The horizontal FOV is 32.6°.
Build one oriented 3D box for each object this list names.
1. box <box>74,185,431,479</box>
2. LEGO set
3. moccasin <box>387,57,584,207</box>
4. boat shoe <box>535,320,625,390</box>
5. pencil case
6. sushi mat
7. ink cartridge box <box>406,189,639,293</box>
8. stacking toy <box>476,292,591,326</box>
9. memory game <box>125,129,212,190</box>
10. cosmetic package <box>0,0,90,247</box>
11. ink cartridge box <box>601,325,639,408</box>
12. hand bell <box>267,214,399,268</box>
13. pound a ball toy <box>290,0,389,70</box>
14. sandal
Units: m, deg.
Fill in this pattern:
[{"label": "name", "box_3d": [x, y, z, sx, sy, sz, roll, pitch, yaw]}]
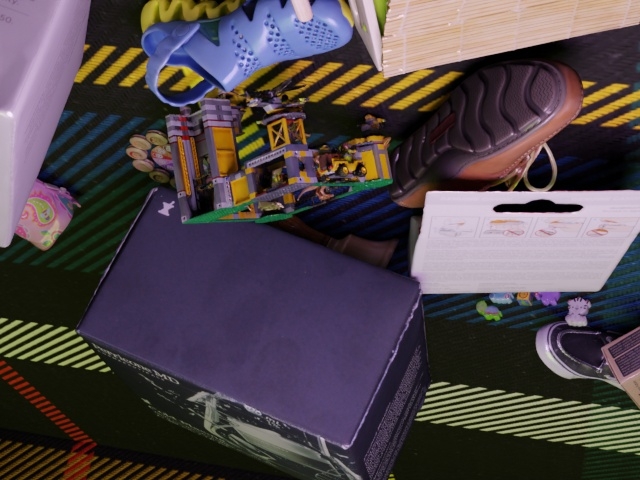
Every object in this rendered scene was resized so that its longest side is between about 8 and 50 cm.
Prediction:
[{"label": "box", "box_3d": [-0.084, 0.196, 1.868, 0.480, 0.297, 0.472, 20, 158, 16]}, {"label": "LEGO set", "box_3d": [-0.067, -0.146, 1.577, 0.255, 0.192, 0.331, -5, 172, -37]}, {"label": "moccasin", "box_3d": [0.229, -0.127, 1.453, 0.147, 0.139, 0.380, 7, 155, -22]}, {"label": "boat shoe", "box_3d": [0.537, 0.215, 2.023, 0.301, 0.108, 0.102, 23, 153, -23]}, {"label": "pencil case", "box_3d": [-0.566, -0.094, 1.935, 0.124, 0.124, 0.284, -11, 146, 41]}, {"label": "sushi mat", "box_3d": [0.215, -0.254, 1.168, 0.316, 0.019, 0.151, -13, 154, -9]}, {"label": "ink cartridge box", "box_3d": [0.288, -0.023, 1.583, 0.308, 0.091, 0.385, 0, 157, 1]}, {"label": "stacking toy", "box_3d": [0.356, 0.086, 1.922, 0.221, 0.052, 0.167, 1, 150, 28]}, {"label": "memory game", "box_3d": [-0.233, -0.128, 1.814, 0.186, 0.012, 0.186, 11, 155, 5]}, {"label": "cosmetic package", "box_3d": [-0.480, -0.245, 1.340, 0.329, 0.327, 0.393, 18, 155, -9]}, {"label": "ink cartridge box", "box_3d": [0.625, 0.219, 1.913, 0.193, 0.088, 0.235, -32, 137, 14]}, {"label": "hand bell", "box_3d": [0.000, 0.000, 1.889, 0.242, 0.126, 0.126, 26, 154, 2]}, {"label": "pound a ball toy", "box_3d": [0.037, -0.316, 1.124, 0.208, 0.135, 0.319, -22, 151, 1]}, {"label": "sandal", "box_3d": [-0.102, -0.242, 1.381, 0.317, 0.138, 0.126, -6, 146, 32]}]
